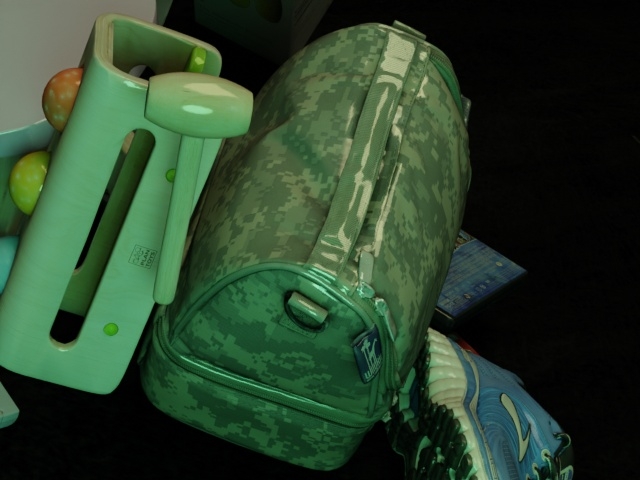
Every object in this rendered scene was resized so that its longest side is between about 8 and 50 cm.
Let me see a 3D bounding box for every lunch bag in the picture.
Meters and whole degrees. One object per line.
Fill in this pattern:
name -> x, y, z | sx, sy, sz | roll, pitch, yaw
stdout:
lunch bag -> 0.000, 0.000, 1.496 | 0.212, 0.256, 0.305 | 21, 53, -3

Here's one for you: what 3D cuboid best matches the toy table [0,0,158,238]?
toy table -> -0.234, -0.109, 1.635 | 0.252, 0.161, 0.274 | 21, 44, 26

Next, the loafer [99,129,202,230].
loafer -> -0.140, -0.024, 1.742 | 0.109, 0.095, 0.302 | -36, 53, -27

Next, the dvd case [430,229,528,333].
dvd case -> 0.061, -0.005, 1.816 | 0.253, 0.022, 0.180 | 33, 28, 18

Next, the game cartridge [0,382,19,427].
game cartridge -> -0.272, 0.123, 1.403 | 0.083, 0.017, 0.056 | 1, 30, -39

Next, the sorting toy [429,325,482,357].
sorting toy -> 0.051, 0.034, 1.814 | 0.132, 0.046, 0.274 | 1, 35, -40

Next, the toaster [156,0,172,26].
toaster -> -0.228, -0.312, 2.106 | 0.110, 0.185, 0.168 | 17, 18, -21

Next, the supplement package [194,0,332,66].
supplement package -> -0.061, -0.330, 2.163 | 0.139, 0.134, 0.244 | 28, -19, 9

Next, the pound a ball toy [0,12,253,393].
pound a ball toy -> -0.169, -0.032, 1.434 | 0.136, 0.319, 0.208 | 17, 27, -14

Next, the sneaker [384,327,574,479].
sneaker -> 0.146, 0.185, 1.512 | 0.147, 0.130, 0.330 | 16, 26, -10

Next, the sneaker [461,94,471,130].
sneaker -> 0.096, -0.105, 2.026 | 0.104, 0.125, 0.262 | 27, 25, 7
